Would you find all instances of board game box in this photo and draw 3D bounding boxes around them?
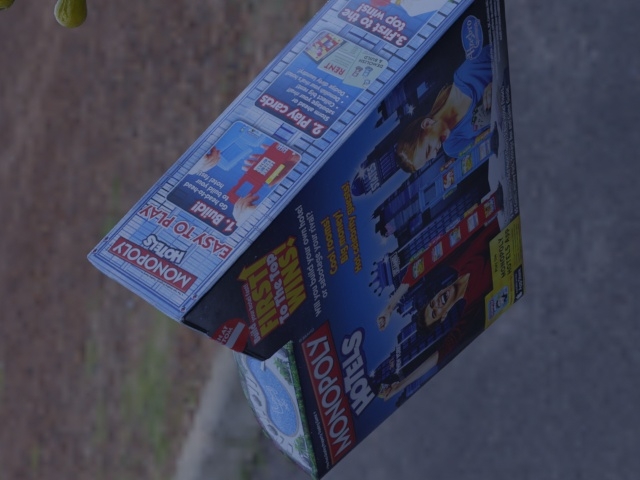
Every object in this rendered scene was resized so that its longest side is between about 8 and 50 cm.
[{"bbox_3d":[0.000,0.000,0.789,0.060,0.194,0.194,31,146,35],"label":"board game box"}]

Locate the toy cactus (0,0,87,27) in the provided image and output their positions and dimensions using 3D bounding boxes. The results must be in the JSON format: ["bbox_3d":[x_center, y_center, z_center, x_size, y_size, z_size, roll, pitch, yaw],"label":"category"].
[{"bbox_3d":[-0.159,-0.221,1.101,0.219,0.180,0.112,-28,31,33],"label":"toy cactus"}]
